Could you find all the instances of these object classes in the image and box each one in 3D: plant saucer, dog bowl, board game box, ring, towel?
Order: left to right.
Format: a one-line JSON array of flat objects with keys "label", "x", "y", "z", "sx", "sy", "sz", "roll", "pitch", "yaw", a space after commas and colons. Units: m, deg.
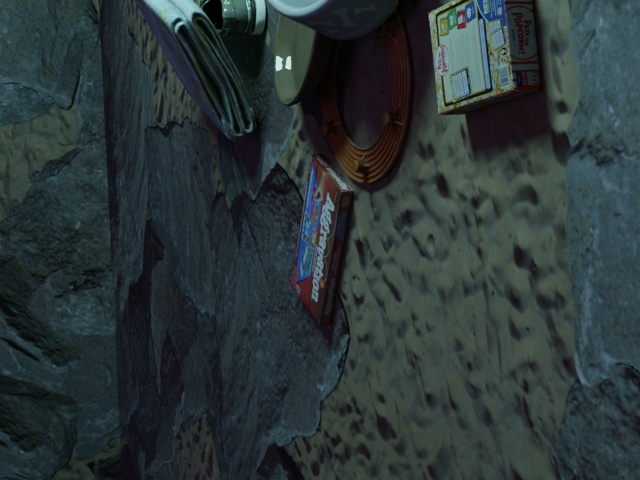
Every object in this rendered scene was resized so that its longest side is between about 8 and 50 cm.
[{"label": "towel", "x": -0.272, "y": -0.408, "z": 2.345, "sx": 0.374, "sy": 0.090, "sz": 0.321, "roll": 48, "pitch": 168, "yaw": 50}, {"label": "plant saucer", "x": -0.027, "y": -0.371, "z": 1.953, "sx": 0.278, "sy": 0.041, "sz": 0.278, "roll": -175, "pitch": 90, "yaw": -72}, {"label": "board game box", "x": 0.000, "y": 0.000, "z": 2.040, "sx": 0.145, "sy": 0.027, "sz": 0.281, "roll": -129, "pitch": 40, "yaw": -51}, {"label": "dog bowl", "x": 0.016, "y": -0.487, "z": 1.708, "sx": 0.348, "sy": 0.102, "sz": 0.349, "roll": -1, "pitch": 89, "yaw": 53}, {"label": "ring", "x": 0.060, "y": -0.261, "z": 1.843, "sx": 0.336, "sy": 0.032, "sz": 0.337, "roll": 176, "pitch": 90, "yaw": -66}, {"label": "board game box", "x": 0.212, "y": -0.252, "z": 1.472, "sx": 0.193, "sy": 0.045, "sz": 0.147, "roll": 174, "pitch": 91, "yaw": -67}]

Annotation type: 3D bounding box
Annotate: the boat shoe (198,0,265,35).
[{"label": "boat shoe", "x": -0.207, "y": -0.484, "z": 2.339, "sx": 0.305, "sy": 0.091, "sz": 0.109, "roll": -148, "pitch": 57, "yaw": -62}]
